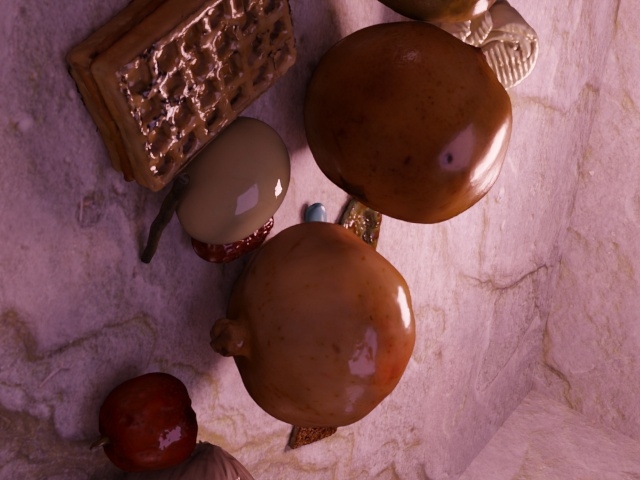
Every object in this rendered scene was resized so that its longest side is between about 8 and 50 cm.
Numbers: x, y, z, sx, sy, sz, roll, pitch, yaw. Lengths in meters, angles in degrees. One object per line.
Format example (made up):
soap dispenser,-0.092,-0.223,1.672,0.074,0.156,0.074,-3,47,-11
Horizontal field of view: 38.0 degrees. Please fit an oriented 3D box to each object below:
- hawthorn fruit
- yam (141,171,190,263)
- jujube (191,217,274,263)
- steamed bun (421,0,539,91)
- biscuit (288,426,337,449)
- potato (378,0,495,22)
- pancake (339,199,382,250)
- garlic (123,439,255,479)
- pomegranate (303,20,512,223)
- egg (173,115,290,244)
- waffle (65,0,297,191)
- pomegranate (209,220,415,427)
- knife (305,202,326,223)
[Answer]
hawthorn fruit,-0.321,0.332,1.652,0.200,0.179,0.179,-21,131,-30
yam,-0.259,-0.031,1.519,0.234,0.027,0.029,124,-16,-45
jujube,-0.163,-0.021,1.694,0.176,0.109,0.112,-32,123,-47
steamed bun,0.324,-0.434,2.071,0.268,0.207,0.280,18,123,-30
biscuit,0.002,0.471,2.439,0.231,0.025,0.131,-4,116,-58
potato,0.256,-0.577,1.769,0.397,0.296,0.289,-47,149,-26
pancake,0.085,0.007,2.185,0.197,0.054,0.376,-28,134,-46
garlic,-0.252,0.511,1.772,0.317,0.318,0.259,43,60,-60
pomegranate,0.177,-0.233,1.795,0.417,0.417,0.416,-39,142,-39
egg,-0.149,-0.100,1.562,0.186,0.186,0.241,75,32,-50
waffle,-0.197,-0.279,1.434,0.376,0.114,0.261,-49,150,-27
pomegranate,-0.019,0.173,1.813,0.411,0.412,0.411,-39,142,-39
knife,0.000,0.000,2.055,0.064,0.031,0.222,-24,136,-14
